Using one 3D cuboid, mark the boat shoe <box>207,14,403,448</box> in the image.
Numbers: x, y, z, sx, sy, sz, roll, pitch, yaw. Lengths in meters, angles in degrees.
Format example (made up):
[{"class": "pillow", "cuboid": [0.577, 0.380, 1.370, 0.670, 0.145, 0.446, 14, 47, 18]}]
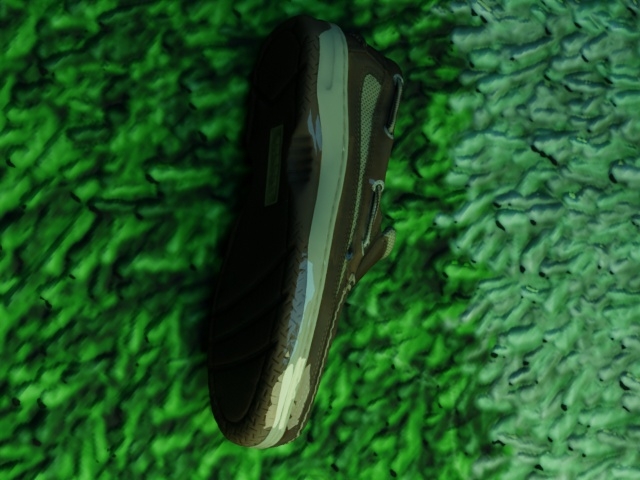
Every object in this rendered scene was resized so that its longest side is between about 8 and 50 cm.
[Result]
[{"class": "boat shoe", "cuboid": [0.005, -0.001, 1.076, 0.095, 0.095, 0.257, 16, 79, -32]}]
